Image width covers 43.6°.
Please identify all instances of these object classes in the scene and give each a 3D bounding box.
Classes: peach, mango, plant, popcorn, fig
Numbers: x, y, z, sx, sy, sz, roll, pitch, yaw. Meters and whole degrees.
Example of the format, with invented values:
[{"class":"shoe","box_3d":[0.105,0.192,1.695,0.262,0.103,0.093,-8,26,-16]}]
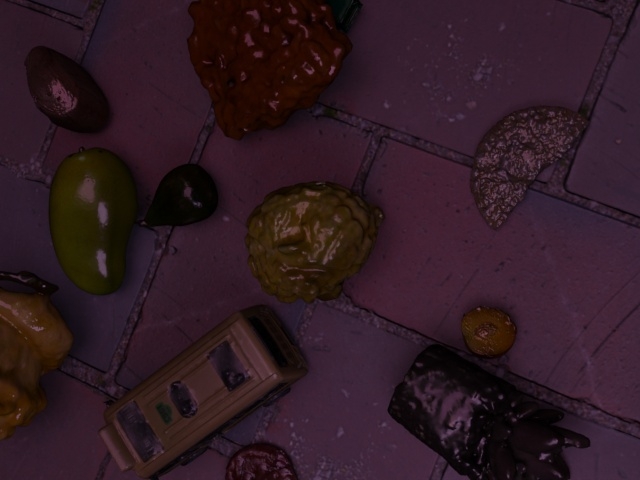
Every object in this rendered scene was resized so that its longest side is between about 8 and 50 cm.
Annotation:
[{"class":"peach","box_3d":[0.292,0.163,1.397,0.098,0.061,0.098,-2,65,5]},{"class":"mango","box_3d":[-0.447,-0.038,1.578,0.175,0.143,0.293,1,97,10]},{"class":"plant","box_3d":[0.274,0.323,1.333,0.320,0.181,0.194,33,95,20]},{"class":"popcorn","box_3d":[-0.655,0.205,1.521,0.349,0.349,0.382,42,92,14]},{"class":"fig","box_3d":[-0.279,-0.074,1.554,0.177,0.117,0.117,-30,78,28]},{"class":"popcorn","box_3d":[0.000,0.000,1.429,0.206,0.251,0.237,51,136,35]}]

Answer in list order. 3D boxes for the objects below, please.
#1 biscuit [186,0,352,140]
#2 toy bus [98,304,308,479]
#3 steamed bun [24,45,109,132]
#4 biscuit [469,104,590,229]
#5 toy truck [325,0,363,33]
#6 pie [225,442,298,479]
[{"class":"biscuit","box_3d":[-0.112,-0.368,1.483,0.318,0.110,0.312,-32,76,38]},{"class":"toy bus","box_3d":[-0.220,0.279,1.457,0.365,0.202,0.177,-38,79,10]},{"class":"steamed bun","box_3d":[-0.519,-0.299,1.609,0.106,0.145,0.175,-36,73,12]},{"class":"biscuit","box_3d":[0.346,-0.151,1.420,0.133,0.032,0.250,43,98,15]},{"class":"toy truck","box_3d":[0.001,-0.452,1.511,0.147,0.079,0.065,31,95,17]},{"class":"pie","box_3d":[-0.109,0.454,1.499,0.154,0.036,0.155,-1,87,14]}]
